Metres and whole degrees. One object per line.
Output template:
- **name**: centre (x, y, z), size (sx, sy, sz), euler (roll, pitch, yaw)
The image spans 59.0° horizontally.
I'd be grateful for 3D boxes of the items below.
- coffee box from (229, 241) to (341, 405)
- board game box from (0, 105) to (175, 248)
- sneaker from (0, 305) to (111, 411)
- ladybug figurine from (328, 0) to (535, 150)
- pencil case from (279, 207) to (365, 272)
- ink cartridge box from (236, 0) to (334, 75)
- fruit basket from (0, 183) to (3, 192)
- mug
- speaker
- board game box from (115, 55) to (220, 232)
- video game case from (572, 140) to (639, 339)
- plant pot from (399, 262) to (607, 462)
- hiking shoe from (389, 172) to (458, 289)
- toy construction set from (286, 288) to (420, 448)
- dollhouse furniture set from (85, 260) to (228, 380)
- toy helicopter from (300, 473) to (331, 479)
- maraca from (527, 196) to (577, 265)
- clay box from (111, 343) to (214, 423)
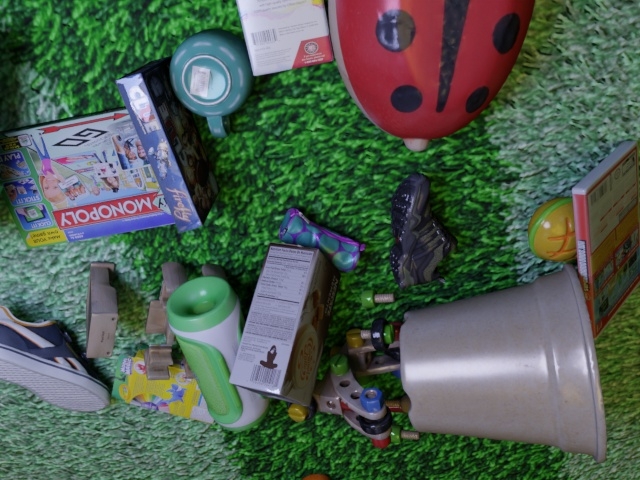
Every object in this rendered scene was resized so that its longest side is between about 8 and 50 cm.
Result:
- **coffee box**: centre (-0.053, 0.146, 0.980), size (0.098, 0.247, 0.141), euler (7, 159, 22)
- **board game box**: centre (-0.404, -0.111, 0.996), size (0.317, 0.046, 0.214), euler (-10, 114, 6)
- **sneaker**: centre (-0.539, 0.239, 1.135), size (0.126, 0.127, 0.321), euler (-20, 139, 17)
- **ladybug figurine**: centre (0.167, -0.341, 0.792), size (0.305, 0.162, 0.450), euler (-4, 115, -6)
- **pencil case**: centre (0.000, 0.000, 1.029), size (0.151, 0.064, 0.070), euler (26, 128, -11)
- **ink cartridge box**: centre (-0.056, -0.353, 0.854), size (0.127, 0.072, 0.175), euler (-9, 115, 6)
- **fruit basket**: centre (-0.651, -0.168, 0.887), size (0.327, 0.165, 0.353), euler (15, 109, 16)
- **mug**: centre (-0.162, -0.250, 0.893), size (0.129, 0.097, 0.158), euler (-32, 111, 15)
- **speaker**: centre (-0.175, 0.210, 1.013), size (0.131, 0.131, 0.297), euler (-8, 126, 5)
- **board game box**: centre (-0.233, -0.156, 0.904), size (0.042, 0.165, 0.243), euler (-13, 115, 8)
- **video game case**: centre (0.495, -0.001, 0.966), size (0.025, 0.204, 0.285), euler (12, 127, 47)
- **plant pot**: centre (0.311, 0.222, 1.014), size (0.305, 0.334, 0.334), euler (-7, 116, 18)
- **hiking shoe**: centre (0.188, -0.019, 1.017), size (0.114, 0.086, 0.227), euler (-6, 122, -11)
- **toy construction set**: centre (0.057, 0.286, 1.115), size (0.237, 0.258, 0.309), euler (-5, 140, 23)
- **dollhouse furniture set**: centre (-0.316, 0.133, 1.086), size (0.242, 0.161, 0.212), euler (5, 118, -26)
- **toy helicopter**: centre (-0.024, 0.725, 1.349), size (0.235, 0.140, 0.355), euler (-25, 125, 6)
- **maraca**: centre (0.437, -0.012, 0.999), size (0.185, 0.099, 0.127), euler (22, 116, -37)
- **clay box**: centre (-0.314, 0.298, 1.187), size (0.222, 0.053, 0.127), euler (17, 115, -5)
